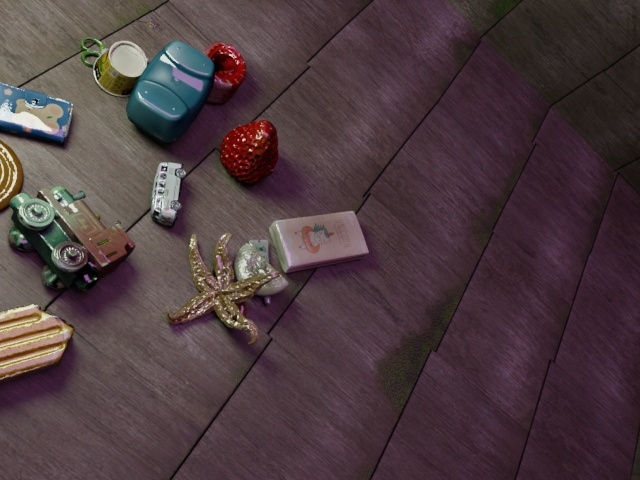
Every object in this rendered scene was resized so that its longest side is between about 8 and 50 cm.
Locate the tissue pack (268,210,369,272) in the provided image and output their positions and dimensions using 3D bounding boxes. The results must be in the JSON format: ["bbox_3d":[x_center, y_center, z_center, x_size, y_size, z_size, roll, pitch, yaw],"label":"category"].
[{"bbox_3d":[0.000,0.000,1.924,0.325,0.071,0.170,-9,71,-33],"label":"tissue pack"}]

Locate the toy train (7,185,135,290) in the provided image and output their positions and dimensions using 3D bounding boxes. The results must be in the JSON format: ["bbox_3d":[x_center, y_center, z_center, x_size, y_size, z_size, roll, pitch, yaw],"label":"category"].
[{"bbox_3d":[-0.658,-0.016,1.512,0.304,0.150,0.221,50,43,0],"label":"toy train"}]

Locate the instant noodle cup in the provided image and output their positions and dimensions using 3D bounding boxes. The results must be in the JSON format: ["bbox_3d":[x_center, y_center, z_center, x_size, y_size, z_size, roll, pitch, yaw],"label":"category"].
[{"bbox_3d":[-0.605,-0.530,1.767,0.151,0.122,0.151,6,80,-34],"label":"instant noodle cup"}]

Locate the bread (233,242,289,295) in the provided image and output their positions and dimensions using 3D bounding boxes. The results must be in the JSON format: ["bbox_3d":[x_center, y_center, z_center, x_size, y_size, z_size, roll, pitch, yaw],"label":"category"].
[{"bbox_3d":[-0.200,0.101,1.754,0.112,0.036,0.193,-40,73,-20],"label":"bread"}]

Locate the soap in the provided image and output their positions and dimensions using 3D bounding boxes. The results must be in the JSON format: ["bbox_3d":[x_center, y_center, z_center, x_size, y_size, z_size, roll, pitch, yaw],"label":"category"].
[{"bbox_3d":[-0.727,0.246,1.378,0.258,0.080,0.160,-14,77,-35],"label":"soap"}]

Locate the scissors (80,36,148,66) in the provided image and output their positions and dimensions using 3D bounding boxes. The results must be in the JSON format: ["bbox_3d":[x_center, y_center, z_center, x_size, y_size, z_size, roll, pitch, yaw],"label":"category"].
[{"bbox_3d":[-0.654,-0.586,1.838,0.204,0.027,0.101,2,72,-29],"label":"scissors"}]

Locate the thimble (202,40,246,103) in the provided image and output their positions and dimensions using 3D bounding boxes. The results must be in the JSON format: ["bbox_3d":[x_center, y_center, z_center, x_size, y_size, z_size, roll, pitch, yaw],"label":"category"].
[{"bbox_3d":[-0.345,-0.563,1.949,0.163,0.125,0.189,27,57,-21],"label":"thimble"}]

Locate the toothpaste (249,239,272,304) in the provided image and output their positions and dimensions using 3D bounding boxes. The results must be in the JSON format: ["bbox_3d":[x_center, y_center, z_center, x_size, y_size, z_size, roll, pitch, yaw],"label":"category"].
[{"bbox_3d":[-0.179,0.096,1.798,0.064,0.041,0.218,-2,66,-21],"label":"toothpaste"}]

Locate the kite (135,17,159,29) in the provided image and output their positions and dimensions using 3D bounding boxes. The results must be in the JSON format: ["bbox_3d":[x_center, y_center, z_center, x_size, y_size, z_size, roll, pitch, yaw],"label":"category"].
[{"bbox_3d":[-0.588,-0.747,1.965,0.078,0.002,0.044,22,59,-21],"label":"kite"}]

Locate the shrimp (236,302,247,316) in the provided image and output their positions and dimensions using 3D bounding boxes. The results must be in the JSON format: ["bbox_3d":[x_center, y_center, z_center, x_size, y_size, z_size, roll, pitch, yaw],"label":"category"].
[{"bbox_3d":[-0.267,0.185,1.713,0.083,0.023,0.114,-18,77,-30],"label":"shrimp"}]

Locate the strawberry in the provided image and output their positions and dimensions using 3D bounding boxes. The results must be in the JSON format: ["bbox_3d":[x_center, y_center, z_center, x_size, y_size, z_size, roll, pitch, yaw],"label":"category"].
[{"bbox_3d":[-0.206,-0.294,1.831,0.205,0.244,0.205,10,67,-25],"label":"strawberry"}]

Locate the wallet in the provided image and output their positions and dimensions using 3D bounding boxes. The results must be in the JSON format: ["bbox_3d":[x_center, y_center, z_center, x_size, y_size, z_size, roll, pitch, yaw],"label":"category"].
[{"bbox_3d":[-0.811,-0.355,1.620,0.202,0.059,0.141,11,70,-24],"label":"wallet"}]

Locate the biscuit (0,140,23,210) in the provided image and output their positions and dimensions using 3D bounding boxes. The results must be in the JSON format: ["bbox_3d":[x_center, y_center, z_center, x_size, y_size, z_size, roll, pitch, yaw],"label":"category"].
[{"bbox_3d":[-0.912,-0.177,1.493,0.262,0.037,0.261,12,63,-25],"label":"biscuit"}]

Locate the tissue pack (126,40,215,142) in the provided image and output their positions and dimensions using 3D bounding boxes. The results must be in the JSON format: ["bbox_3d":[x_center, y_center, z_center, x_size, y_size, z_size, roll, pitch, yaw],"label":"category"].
[{"bbox_3d":[-0.459,-0.444,1.767,0.198,0.206,0.287,30,62,-14],"label":"tissue pack"}]

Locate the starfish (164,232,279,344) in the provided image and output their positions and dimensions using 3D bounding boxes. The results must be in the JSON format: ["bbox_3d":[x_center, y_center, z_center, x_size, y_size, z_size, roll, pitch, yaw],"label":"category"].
[{"bbox_3d":[-0.294,0.147,1.662,0.327,0.094,0.375,-39,74,-22],"label":"starfish"}]

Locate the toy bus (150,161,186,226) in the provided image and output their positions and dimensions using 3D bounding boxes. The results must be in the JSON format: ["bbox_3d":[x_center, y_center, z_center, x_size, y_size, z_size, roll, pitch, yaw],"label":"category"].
[{"bbox_3d":[-0.456,-0.139,1.715,0.089,0.087,0.193,10,64,-19],"label":"toy bus"}]
